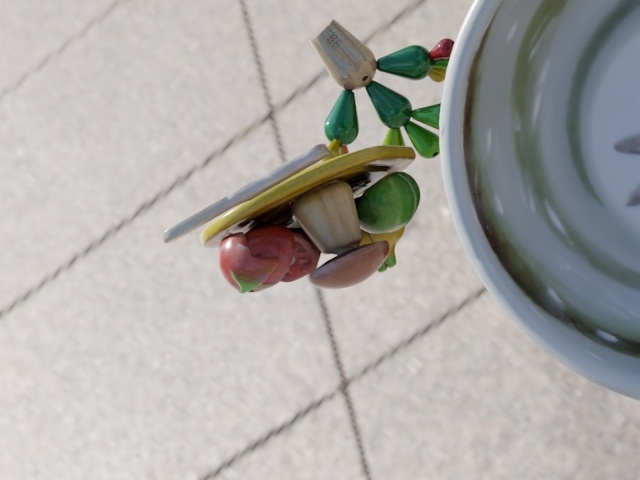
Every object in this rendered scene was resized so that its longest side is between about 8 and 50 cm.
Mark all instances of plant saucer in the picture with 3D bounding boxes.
[{"bbox_3d":[0.290,-0.078,1.268,0.400,0.400,0.100,-33,-4,22],"label":"plant saucer"}]

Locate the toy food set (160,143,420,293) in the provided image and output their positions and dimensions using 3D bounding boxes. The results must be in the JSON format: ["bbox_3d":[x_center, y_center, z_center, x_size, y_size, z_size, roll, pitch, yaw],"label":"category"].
[{"bbox_3d":[0.000,0.000,1.034,0.128,0.218,0.071,-27,84,18],"label":"toy food set"}]

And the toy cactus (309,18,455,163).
[{"bbox_3d":[0.057,-0.145,1.773,0.219,0.180,0.112,-40,13,11],"label":"toy cactus"}]
